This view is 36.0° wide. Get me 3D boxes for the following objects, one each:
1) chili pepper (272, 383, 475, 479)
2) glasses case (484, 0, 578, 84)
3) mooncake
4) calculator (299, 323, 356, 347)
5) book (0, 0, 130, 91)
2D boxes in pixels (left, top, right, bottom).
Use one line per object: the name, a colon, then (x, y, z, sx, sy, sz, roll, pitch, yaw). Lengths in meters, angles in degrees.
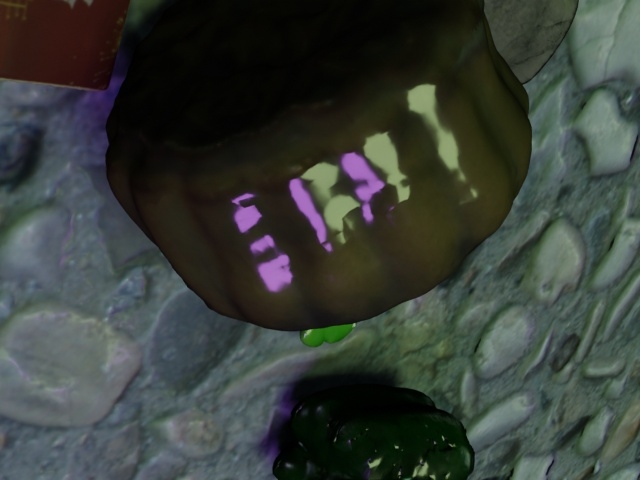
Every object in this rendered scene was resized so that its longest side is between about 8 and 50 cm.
chili pepper: (0.079, 0.237, 1.038, 0.261, 0.174, 0.165, 15, 81, -42)
glasses case: (0.113, -0.238, 0.832, 0.299, 0.060, 0.114, 22, 101, -45)
mooncake: (-0.006, -0.085, 0.674, 0.290, 0.290, 0.161, -39, 130, -13)
calculator: (0.000, 0.000, 0.912, 0.146, 0.032, 0.235, -21, 127, -28)
book: (-0.263, -0.230, 0.558, 0.374, 0.028, 0.262, 1, 114, -39)
